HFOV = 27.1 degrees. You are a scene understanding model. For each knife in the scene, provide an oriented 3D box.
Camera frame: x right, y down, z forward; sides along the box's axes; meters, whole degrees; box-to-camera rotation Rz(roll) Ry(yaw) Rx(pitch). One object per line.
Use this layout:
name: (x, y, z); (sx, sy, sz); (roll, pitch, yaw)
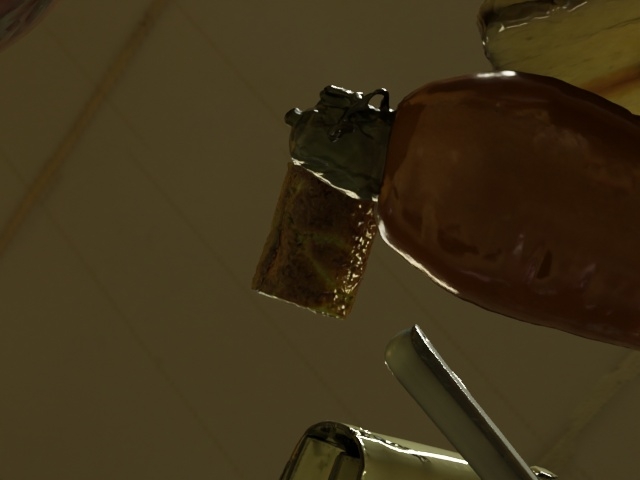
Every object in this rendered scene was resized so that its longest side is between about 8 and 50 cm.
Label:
knife: (0.152, 0.184, 1.164); (0.040, 0.073, 0.265); (-40, -92, 14)

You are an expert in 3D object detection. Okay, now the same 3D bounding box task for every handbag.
handbag: (0.117, 0.349, 1.504); (0.160, 0.358, 0.237); (20, -90, 54)

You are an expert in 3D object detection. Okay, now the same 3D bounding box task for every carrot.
carrot: (0.150, 0.015, 0.374); (0.336, 0.069, 0.069); (16, -81, 2)

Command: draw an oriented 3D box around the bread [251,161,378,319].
bread: (0.000, 0.000, 1.619); (0.132, 0.103, 0.172); (19, -94, -7)

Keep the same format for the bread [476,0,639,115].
bread: (0.179, -0.078, 0.558); (0.178, 0.240, 0.135); (22, -99, 17)

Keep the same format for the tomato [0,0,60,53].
tomato: (-0.181, -0.154, 0.447); (0.227, 0.270, 0.270); (48, -64, 4)
